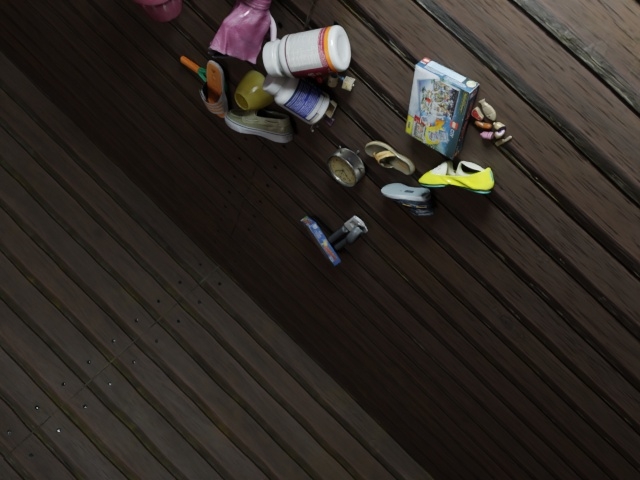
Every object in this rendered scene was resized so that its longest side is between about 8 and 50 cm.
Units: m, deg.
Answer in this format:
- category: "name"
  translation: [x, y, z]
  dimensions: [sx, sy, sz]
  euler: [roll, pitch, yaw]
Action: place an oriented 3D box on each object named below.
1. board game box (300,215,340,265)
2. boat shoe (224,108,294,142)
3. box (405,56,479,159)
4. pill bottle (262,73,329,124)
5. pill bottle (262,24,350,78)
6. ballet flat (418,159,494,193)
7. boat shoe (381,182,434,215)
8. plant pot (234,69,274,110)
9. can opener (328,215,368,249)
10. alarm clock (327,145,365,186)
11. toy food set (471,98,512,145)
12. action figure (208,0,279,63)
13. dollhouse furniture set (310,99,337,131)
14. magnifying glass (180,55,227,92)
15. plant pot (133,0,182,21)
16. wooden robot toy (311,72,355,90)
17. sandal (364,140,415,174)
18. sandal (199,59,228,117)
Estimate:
- category: "board game box"
  translation: [0.000, 0.000, 2.406]
  dimensions: [0.201, 0.035, 0.136]
  euler: [56, 174, -20]
- category: "boat shoe"
  translation: [-0.219, -0.435, 2.109]
  dimensions: [0.302, 0.109, 0.094]
  euler: [20, 129, 27]
- category: "box"
  translation: [0.308, -0.337, 1.518]
  dimensions: [0.159, 0.044, 0.233]
  euler: [35, 152, 22]
- category: "pill bottle"
  translation: [-0.076, -0.443, 1.776]
  dimensions: [0.187, 0.112, 0.112]
  euler: [28, 164, -30]
- category: "pill bottle"
  translation: [-0.039, -0.512, 1.613]
  dimensions: [0.221, 0.121, 0.121]
  euler: [-1, 132, 27]
- category: "ballet flat"
  translation: [0.374, -0.183, 1.625]
  dimensions: [0.231, 0.077, 0.077]
  euler: [14, 119, 43]
- category: "boat shoe"
  translation: [0.273, -0.125, 1.846]
  dimensions: [0.183, 0.065, 0.083]
  euler: [16, 140, 44]
- category: "plant pot"
  translation: [-0.240, -0.503, 2.024]
  dimensions: [0.134, 0.095, 0.134]
  euler: [34, 151, 22]
- category: "can opener"
  translation: [0.091, -0.015, 2.233]
  dimensions: [0.076, 0.095, 0.283]
  euler: [48, 154, -2]
- category: "alarm clock"
  translation: [0.083, -0.237, 1.967]
  dimensions: [0.129, 0.064, 0.192]
  euler: [43, 151, 5]
- category: "toy food set"
  translation: [0.416, -0.286, 1.459]
  dimensions: [0.122, 0.019, 0.078]
  euler: [49, 154, -6]
- category: "action figure"
  translation: [-0.175, -0.659, 1.607]
  dimensions: [0.276, 0.248, 0.370]
  euler: [17, 131, -18]
- category: "dollhouse furniture set"
  translation: [-0.007, -0.400, 1.846]
  dimensions: [0.091, 0.081, 0.114]
  euler: [43, 154, 5]
- category: "magnifying glass"
  translation: [-0.441, -0.630, 2.220]
  dimensions: [0.231, 0.026, 0.092]
  euler: [38, 153, 17]
- category: "plant pot"
  translation: [-0.535, -0.824, 1.918]
  dimensions: [0.201, 0.201, 0.180]
  euler: [40, 169, 13]
- category: "wooden robot toy"
  translation: [0.023, -0.498, 1.684]
  dimensions: [0.173, 0.076, 0.079]
  euler: [37, 142, 17]
- category: "sandal"
  translation: [0.205, -0.247, 1.791]
  dimensions: [0.180, 0.049, 0.072]
  euler: [34, 152, 22]
- category: "sandal"
  translation: [-0.407, -0.550, 2.175]
  dimensions: [0.102, 0.076, 0.265]
  euler: [36, 153, 17]
